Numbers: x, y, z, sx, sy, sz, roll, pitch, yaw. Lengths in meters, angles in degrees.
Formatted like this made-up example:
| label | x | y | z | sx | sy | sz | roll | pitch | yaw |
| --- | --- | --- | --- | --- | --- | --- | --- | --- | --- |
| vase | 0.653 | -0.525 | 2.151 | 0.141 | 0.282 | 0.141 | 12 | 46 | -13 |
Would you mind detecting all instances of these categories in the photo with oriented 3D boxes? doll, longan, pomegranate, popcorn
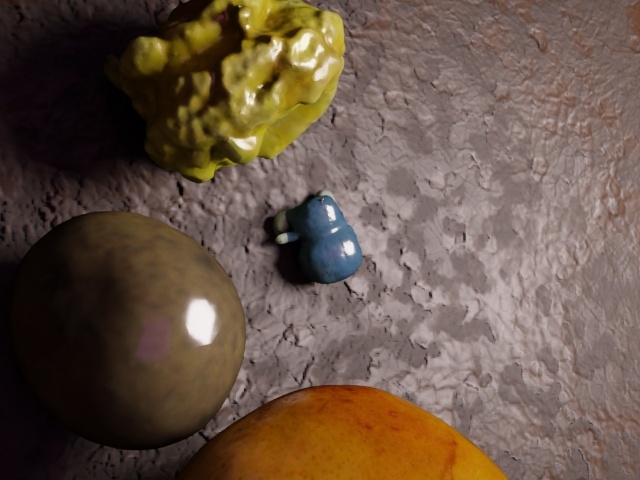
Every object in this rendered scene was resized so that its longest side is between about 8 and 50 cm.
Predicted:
| label | x | y | z | sx | sy | sz | roll | pitch | yaw |
| --- | --- | --- | --- | --- | --- | --- | --- | --- | --- |
| doll | 0.000 | 0.000 | 0.863 | 0.076 | 0.050 | 0.083 | -26 | 93 | -24 |
| longan | -0.144 | 0.065 | 0.712 | 0.167 | 0.167 | 0.187 | -40 | 88 | -27 |
| pomegranate | 0.005 | 0.266 | 0.681 | 0.319 | 0.319 | 0.319 | 5 | 77 | -25 |
| popcorn | -0.073 | -0.142 | 0.784 | 0.198 | 0.197 | 0.155 | -30 | 93 | -28 |
